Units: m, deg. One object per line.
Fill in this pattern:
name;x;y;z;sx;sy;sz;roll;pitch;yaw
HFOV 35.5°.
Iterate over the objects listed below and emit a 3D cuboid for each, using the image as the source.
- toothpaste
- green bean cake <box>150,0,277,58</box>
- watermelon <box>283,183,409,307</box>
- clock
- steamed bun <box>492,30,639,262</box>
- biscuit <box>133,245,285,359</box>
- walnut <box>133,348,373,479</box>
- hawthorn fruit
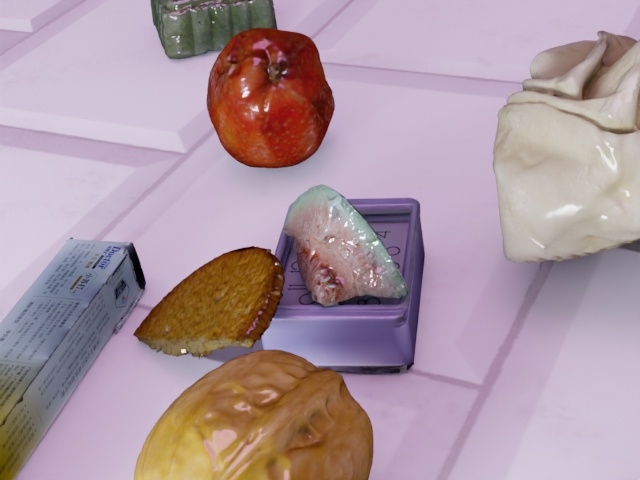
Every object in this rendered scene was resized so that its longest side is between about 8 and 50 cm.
toothpaste;-0.270;0.109;0.947;0.089;0.071;0.313;2;36;19
green bean cake;-0.172;-0.372;1.597;0.185;0.094;0.183;-11;34;-11
watermelon;0.007;-0.007;0.925;0.080;0.101;0.155;-26;28;-3
clock;0.024;0.039;0.981;0.144;0.073;0.193;-1;37;11
steamed bun;0.308;-0.110;0.948;0.289;0.203;0.276;-18;0;29
biscuit;-0.094;0.057;0.939;0.206;0.025;0.126;-5;44;52
walnut;-0.047;0.167;0.747;0.159;0.159;0.206;17;35;31
hawthorn fruit;-0.057;-0.177;1.210;0.173;0.179;0.173;8;46;-9
